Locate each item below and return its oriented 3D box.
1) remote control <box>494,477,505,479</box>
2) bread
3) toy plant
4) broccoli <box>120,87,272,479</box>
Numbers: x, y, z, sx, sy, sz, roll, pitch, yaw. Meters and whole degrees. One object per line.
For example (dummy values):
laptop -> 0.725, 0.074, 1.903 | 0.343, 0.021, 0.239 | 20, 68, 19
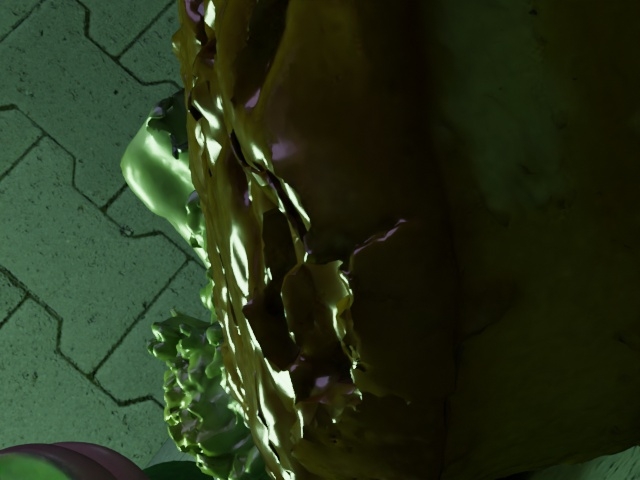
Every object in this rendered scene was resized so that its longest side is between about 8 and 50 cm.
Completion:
remote control -> 0.040, 0.147, 0.927 | 0.266, 0.066, 0.090 | -52, -9, -43
bread -> 0.043, -0.063, 0.813 | 0.215, 0.398, 0.398 | -6, -5, -10
toy plant -> -0.259, 0.323, 1.783 | 0.317, 0.210, 0.356 | -51, -9, -3
broccoli -> 0.000, 0.002, 1.222 | 0.293, 0.281, 0.348 | -46, -6, -40
